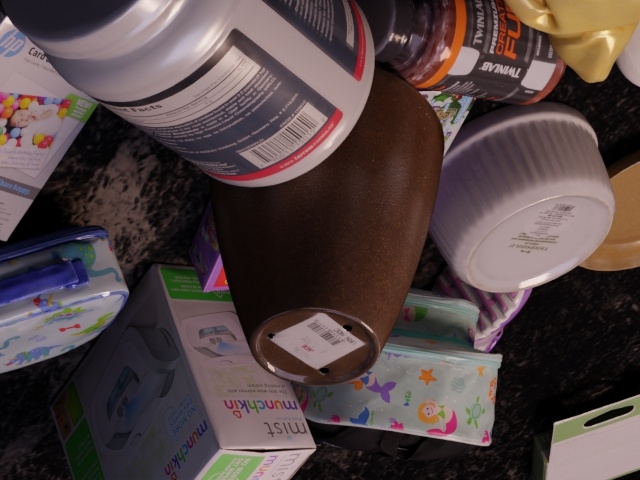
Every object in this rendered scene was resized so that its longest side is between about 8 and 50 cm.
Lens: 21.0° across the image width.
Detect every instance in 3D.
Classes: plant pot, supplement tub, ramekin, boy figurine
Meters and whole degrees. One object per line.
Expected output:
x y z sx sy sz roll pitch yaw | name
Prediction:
0.000 0.000 1.476 0.215 0.230 0.215 2 139 1 | plant pot
-0.097 -0.171 1.333 0.191 0.191 0.272 -33 146 16 | supplement tub
0.119 -0.181 1.529 0.198 0.106 0.106 5 138 -36 | supplement tub
0.378 -0.047 1.942 0.236 0.032 0.236 -16 149 -10 | plant pot
0.205 -0.037 1.787 0.207 0.109 0.207 -15 146 -10 | ramekin
0.229 -0.229 1.410 0.177 0.092 0.285 -14 154 6 | boy figurine

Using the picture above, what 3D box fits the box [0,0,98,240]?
-0.266 -0.096 1.417 0.186 0.038 0.145 -55 146 10 | box

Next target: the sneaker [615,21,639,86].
0.312 -0.247 1.488 0.111 0.129 0.297 -2 132 -9 | sneaker

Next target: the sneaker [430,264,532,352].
0.172 0.090 1.977 0.104 0.095 0.236 -3 148 -39 | sneaker

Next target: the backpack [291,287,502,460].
0.073 0.143 1.810 0.225 0.191 0.253 10 178 -12 | backpack

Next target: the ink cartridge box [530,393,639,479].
0.381 0.265 2.379 0.171 0.056 0.235 -18 144 -9 | ink cartridge box

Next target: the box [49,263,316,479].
-0.147 0.195 1.796 0.127 0.231 0.262 5 139 -37 | box

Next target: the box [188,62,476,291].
0.007 -0.065 1.673 0.201 0.057 0.293 -4 143 -27 | box

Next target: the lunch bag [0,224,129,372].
-0.292 0.062 1.597 0.219 0.090 0.176 -18 168 -20 | lunch bag
